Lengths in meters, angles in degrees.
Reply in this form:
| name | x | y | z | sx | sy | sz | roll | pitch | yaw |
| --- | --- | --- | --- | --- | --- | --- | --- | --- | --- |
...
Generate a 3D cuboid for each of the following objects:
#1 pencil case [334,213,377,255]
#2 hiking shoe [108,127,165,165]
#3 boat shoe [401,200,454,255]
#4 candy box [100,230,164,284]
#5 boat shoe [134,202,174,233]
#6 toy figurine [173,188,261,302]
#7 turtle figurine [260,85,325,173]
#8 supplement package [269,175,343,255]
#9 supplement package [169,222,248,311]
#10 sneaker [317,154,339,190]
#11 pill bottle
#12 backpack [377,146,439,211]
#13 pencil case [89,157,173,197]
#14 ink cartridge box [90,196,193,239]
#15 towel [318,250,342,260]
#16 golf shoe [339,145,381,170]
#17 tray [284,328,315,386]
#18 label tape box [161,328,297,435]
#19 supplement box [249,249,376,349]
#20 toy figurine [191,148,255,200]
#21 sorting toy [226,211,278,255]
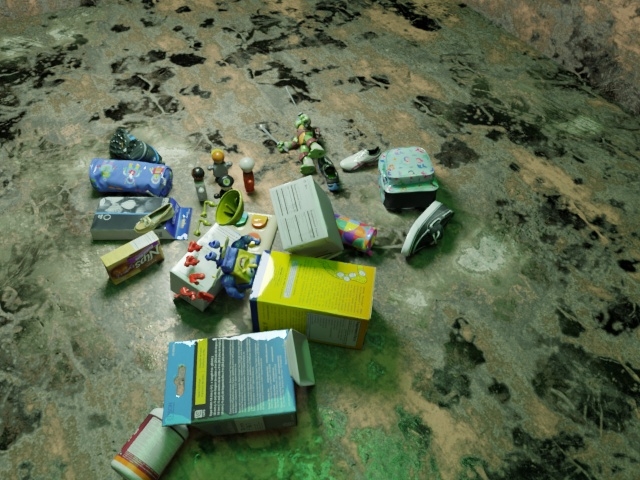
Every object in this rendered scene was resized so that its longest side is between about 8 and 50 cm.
| name | x | y | z | sx | sy | sz | roll | pitch | yaw |
| --- | --- | --- | --- | --- | --- | --- | --- | --- | --- |
| pencil case | 0.087 | -0.030 | 1.777 | 0.236 | 0.104 | 0.104 | 23 | 53 | 16 |
| hiking shoe | -0.754 | -0.361 | 2.001 | 0.304 | 0.132 | 0.113 | 33 | 91 | 41 |
| boat shoe | 0.398 | -0.033 | 1.801 | 0.102 | 0.108 | 0.301 | 29 | 47 | 21 |
| candy box | -0.623 | 0.058 | 1.649 | 0.186 | 0.109 | 0.053 | -31 | 59 | -26 |
| boat shoe | -0.581 | -0.078 | 1.721 | 0.153 | 0.048 | 0.056 | -32 | 60 | -25 |
| toy figurine | -0.271 | 0.053 | 1.528 | 0.191 | 0.217 | 0.363 | -15 | 53 | 38 |
| turtle figurine | -0.106 | -0.419 | 2.025 | 0.197 | 0.274 | 0.266 | -33 | 57 | 14 |
| supplement package | -0.038 | -0.062 | 1.606 | 0.145 | 0.262 | 0.204 | -18 | 77 | 11 |
| supplement package | -0.359 | 0.083 | 1.616 | 0.139 | 0.134 | 0.244 | 33 | 55 | 6 |
| sneaker | 0.038 | -0.286 | 1.995 | 0.067 | 0.078 | 0.188 | -10 | 50 | -11 |
| pill bottle | -0.421 | 0.516 | 1.278 | 0.121 | 0.121 | 0.221 | 25 | 53 | 16 |
| backpack | 0.333 | -0.258 | 1.930 | 0.225 | 0.191 | 0.254 | -4 | 45 | 0 |
| pencil case | -0.719 | -0.235 | 1.878 | 0.305 | 0.119 | 0.133 | 6 | 70 | 0 |
| ink cartridge box | -0.643 | -0.082 | 1.794 | 0.332 | 0.065 | 0.166 | 0 | 50 | -5 |
| towel | 0.000 | 0.000 | 1.736 | 0.113 | 0.023 | 0.152 | -26 | 76 | 8 |
| golf shoe | 0.165 | -0.346 | 2.049 | 0.186 | 0.086 | 0.068 | -18 | 55 | -16 |
| tray | -0.057 | 0.326 | 1.351 | 0.030 | 0.270 | 0.145 | -11 | 74 | 4 |
| label tape box | -0.238 | 0.384 | 1.333 | 0.333 | 0.106 | 0.241 | -5 | 50 | -4 |
| supplement box | -0.022 | 0.184 | 1.531 | 0.356 | 0.194 | 0.195 | 9 | 51 | 3 |
| toy figurine | -0.367 | -0.237 | 1.867 | 0.209 | 0.148 | 0.213 | 22 | 48 | 21 |
| sorting toy | -0.271 | -0.036 | 1.795 | 0.208 | 0.038 | 0.193 | 10 | 51 | 4 |
